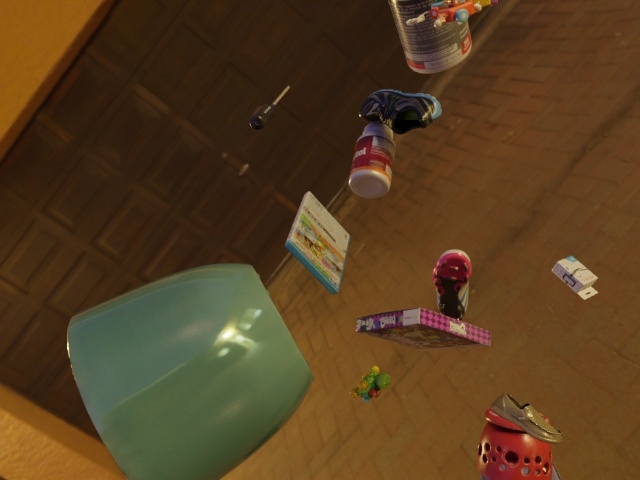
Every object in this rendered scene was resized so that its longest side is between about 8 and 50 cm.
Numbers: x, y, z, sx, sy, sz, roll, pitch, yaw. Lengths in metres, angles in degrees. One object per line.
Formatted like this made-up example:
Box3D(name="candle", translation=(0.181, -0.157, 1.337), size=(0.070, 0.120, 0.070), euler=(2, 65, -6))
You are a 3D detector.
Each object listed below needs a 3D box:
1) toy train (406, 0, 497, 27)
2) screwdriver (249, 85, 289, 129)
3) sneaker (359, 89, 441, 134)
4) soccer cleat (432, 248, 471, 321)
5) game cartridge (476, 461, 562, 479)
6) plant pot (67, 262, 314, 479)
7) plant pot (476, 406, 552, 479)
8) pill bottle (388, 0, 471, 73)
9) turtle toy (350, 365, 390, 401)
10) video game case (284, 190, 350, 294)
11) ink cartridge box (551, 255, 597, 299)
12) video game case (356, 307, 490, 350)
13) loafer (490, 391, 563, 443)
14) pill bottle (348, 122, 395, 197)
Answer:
Box3D(name="toy train", translation=(0.207, -0.383, 0.870), size=(0.125, 0.046, 0.166), euler=(-23, 26, -10))
Box3D(name="screwdriver", translation=(-0.057, -0.179, 0.709), size=(0.170, 0.025, 0.024), euler=(-62, -19, -57))
Box3D(name="sneaker", translation=(0.147, -0.255, 1.078), size=(0.188, 0.067, 0.078), euler=(16, 55, 42))
Box3D(name="soccer cleat", translation=(0.417, 0.118, 1.719), size=(0.331, 0.116, 0.143), euler=(79, -159, -46))
Box3D(name="game cartridge", translation=(0.613, 0.784, 1.571), size=(0.230, 0.068, 0.355), euler=(-30, 45, 17))
Box3D(name="plant pot", translation=(-0.151, 0.166, 0.737), size=(0.235, 0.292, 0.293), euler=(-29, 11, -7))
Box3D(name="plant pot", translation=(0.524, 0.544, 1.449), size=(0.191, 0.191, 0.174), euler=(177, 99, -73))
Box3D(name="pill bottle", translation=(0.244, -0.547, 1.243), size=(0.161, 0.283, 0.161), euler=(-15, 46, 16))
Box3D(name="turtle toy", translation=(0.147, 0.406, 1.520), size=(0.095, 0.066, 0.130), euler=(-38, -12, -46))
Box3D(name="video game case", translation=(0.000, 0.000, 0.917), size=(0.015, 0.119, 0.166), euler=(-32, 23, 28))
Box3D(name="ink cartridge box", translation=(0.504, 0.072, 1.057), size=(0.048, 0.083, 0.028), euler=(-18, -39, -29))
Box3D(name="video game case", translation=(0.237, 0.212, 1.258), size=(0.210, 0.232, 0.041), euler=(-21, 55, 51))
Box3D(name="loafer", translation=(0.425, 0.362, 1.105), size=(0.056, 0.148, 0.050), euler=(2, -69, -67))
Box3D(name="pill bottle", translation=(0.112, -0.171, 1.133), size=(0.086, 0.086, 0.151), euler=(-36, 34, 50))
